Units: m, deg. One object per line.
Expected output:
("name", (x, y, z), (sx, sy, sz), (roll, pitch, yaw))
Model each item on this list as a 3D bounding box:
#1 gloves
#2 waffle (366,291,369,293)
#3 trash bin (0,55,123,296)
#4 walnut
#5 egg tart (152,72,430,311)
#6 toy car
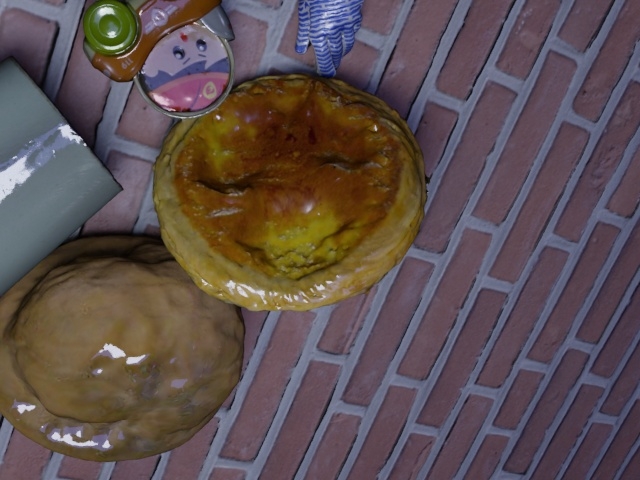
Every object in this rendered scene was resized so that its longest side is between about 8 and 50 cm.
("gloves", (0.014, -0.383, 1.144), (0.119, 0.097, 0.229), (4, 118, 11))
("waffle", (0.000, 0.000, 1.308), (0.247, 0.055, 0.221), (-1, 111, -20))
("trash bin", (-0.522, -0.030, 0.966), (0.432, 0.280, 0.280), (-41, 119, -10))
("walnut", (-0.302, 0.158, 1.101), (0.383, 0.383, 0.384), (-7, 114, -17))
("egg tart", (-0.047, -0.075, 1.110), (0.442, 0.443, 0.178), (-21, 152, -10))
("toy car", (-0.217, -0.292, 1.037), (0.235, 0.145, 0.235), (-2, 102, -11))
